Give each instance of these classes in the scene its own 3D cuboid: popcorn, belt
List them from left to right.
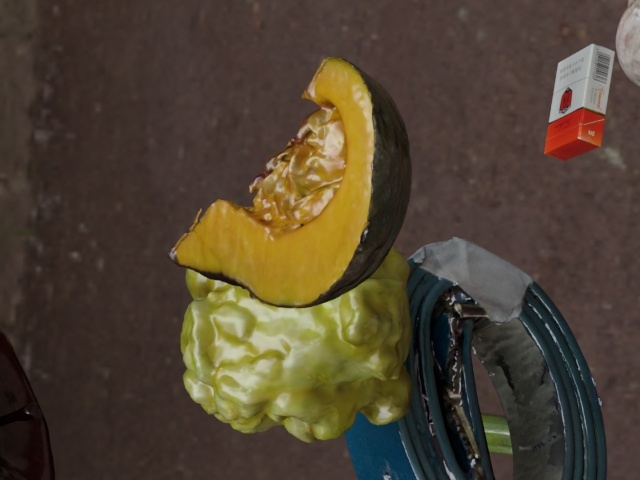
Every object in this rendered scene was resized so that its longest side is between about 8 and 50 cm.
[{"bbox_3d":[-0.025,0.107,1.516,0.235,0.250,0.242,-83,-10,-80],"label":"popcorn"},{"bbox_3d":[0.190,0.218,1.750,0.173,0.300,0.437,-36,62,57],"label":"belt"}]

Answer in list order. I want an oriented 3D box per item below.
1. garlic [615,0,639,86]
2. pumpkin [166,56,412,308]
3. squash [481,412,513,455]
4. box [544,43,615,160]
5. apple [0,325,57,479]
[{"bbox_3d":[0.398,-0.169,1.381,0.218,0.218,0.212,-115,15,-47],"label":"garlic"},{"bbox_3d":[0.002,0.003,1.085,0.278,0.111,0.163,-47,43,36],"label":"pumpkin"},{"bbox_3d":[0.305,0.304,2.163,0.229,0.066,0.066,-1,85,45],"label":"squash"},{"bbox_3d":[0.383,-0.203,2.059,0.100,0.048,0.152,151,131,-68],"label":"box"},{"bbox_3d":[-0.264,0.137,0.810,0.234,0.234,0.234,-175,90,-66],"label":"apple"}]
